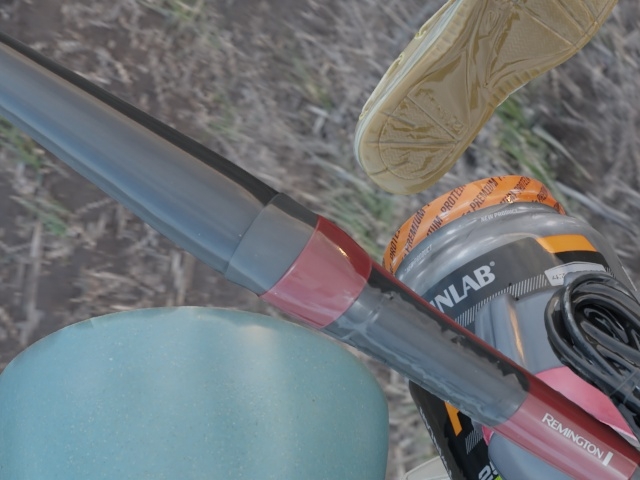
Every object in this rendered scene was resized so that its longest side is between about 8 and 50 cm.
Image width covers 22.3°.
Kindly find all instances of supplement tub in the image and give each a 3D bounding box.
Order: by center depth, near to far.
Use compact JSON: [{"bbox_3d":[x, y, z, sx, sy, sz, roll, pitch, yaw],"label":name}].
[{"bbox_3d":[0.173,0.117,1.220,0.193,0.193,0.316,-34,57,13],"label":"supplement tub"}]

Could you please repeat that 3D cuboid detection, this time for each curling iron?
[{"bbox_3d":[0.000,0.000,0.468,0.274,0.068,0.035,25,137,5],"label":"curling iron"}]

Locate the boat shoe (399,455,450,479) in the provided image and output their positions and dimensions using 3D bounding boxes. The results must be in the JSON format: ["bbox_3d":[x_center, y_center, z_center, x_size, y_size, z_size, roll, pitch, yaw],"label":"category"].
[{"bbox_3d":[0.198,0.212,1.430,0.254,0.095,0.079,-12,103,-11],"label":"boat shoe"}]

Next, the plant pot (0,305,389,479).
[{"bbox_3d":[-0.093,0.208,1.124,0.290,0.290,0.195,-15,50,17],"label":"plant pot"}]

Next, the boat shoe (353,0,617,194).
[{"bbox_3d":[0.076,-0.095,0.780,0.170,0.059,0.063,-43,108,-2],"label":"boat shoe"}]

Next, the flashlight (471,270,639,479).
[{"bbox_3d":[0.125,0.165,0.673,0.103,0.103,0.304,-36,45,42],"label":"flashlight"}]
